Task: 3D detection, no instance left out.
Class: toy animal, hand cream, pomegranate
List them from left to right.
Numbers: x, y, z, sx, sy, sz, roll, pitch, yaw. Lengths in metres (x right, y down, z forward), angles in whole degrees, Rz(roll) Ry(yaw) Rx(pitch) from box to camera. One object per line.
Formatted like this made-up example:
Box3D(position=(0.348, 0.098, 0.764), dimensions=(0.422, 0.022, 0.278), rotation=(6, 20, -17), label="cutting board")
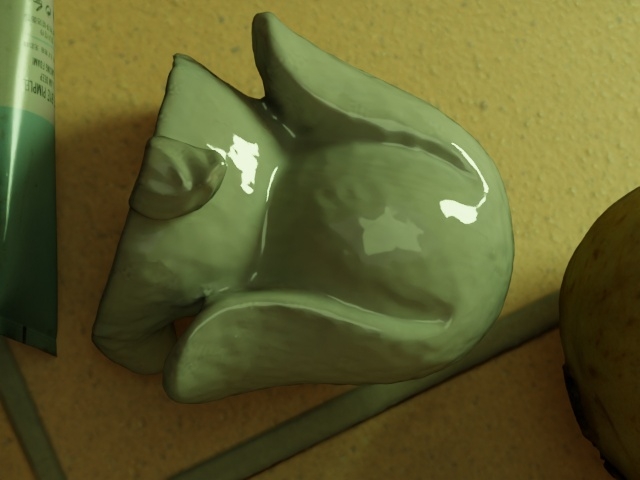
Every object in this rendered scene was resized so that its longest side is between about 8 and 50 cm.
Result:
Box3D(position=(-0.216, -0.078, 1.117), dimensions=(0.070, 0.111, 0.312), rotation=(-7, 74, 11), label="hand cream")
Box3D(position=(0.000, 0.000, 1.080), dimensions=(0.265, 0.206, 0.271), rotation=(18, 72, -4), label="toy animal")
Box3D(position=(0.282, 0.071, 1.104), dimensions=(0.260, 0.260, 0.260), rotation=(2, 77, -11), label="pomegranate")
